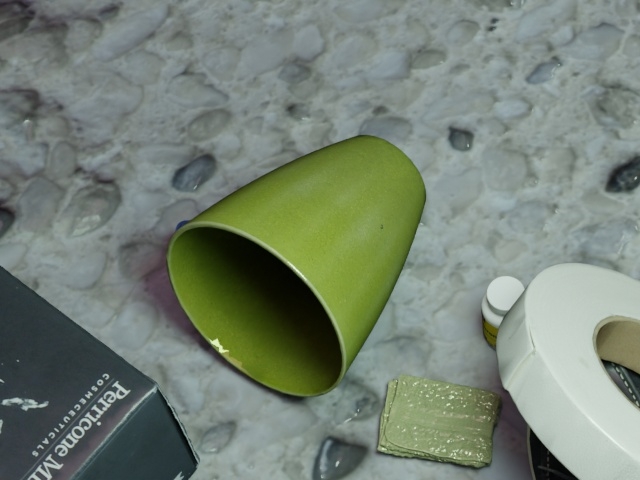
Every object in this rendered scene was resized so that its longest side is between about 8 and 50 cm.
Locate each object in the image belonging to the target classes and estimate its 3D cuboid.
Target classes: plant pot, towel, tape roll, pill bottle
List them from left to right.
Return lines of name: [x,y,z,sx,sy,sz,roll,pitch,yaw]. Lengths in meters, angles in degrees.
plant pot: [0.000,0.000,2.060,0.274,0.275,0.293,29,54,21]
towel: [0.149,0.228,2.030,0.148,0.027,0.110,7,62,13]
pill bottle: [0.236,0.091,2.039,0.065,0.116,0.065,-3,61,6]
tape roll: [0.382,0.182,1.860,0.392,0.072,0.392,23,32,-15]

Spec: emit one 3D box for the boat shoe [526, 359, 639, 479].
boat shoe: [0.344,0.325,1.881,0.186,0.156,0.500,-6,60,7]

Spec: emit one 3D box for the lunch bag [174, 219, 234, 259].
lunch bag: [-0.146,0.017,2.162,0.098,0.065,0.067,2,47,10]

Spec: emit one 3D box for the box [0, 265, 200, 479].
box: [-0.490,0.272,1.948,0.471,0.297,0.480,34,71,20]
